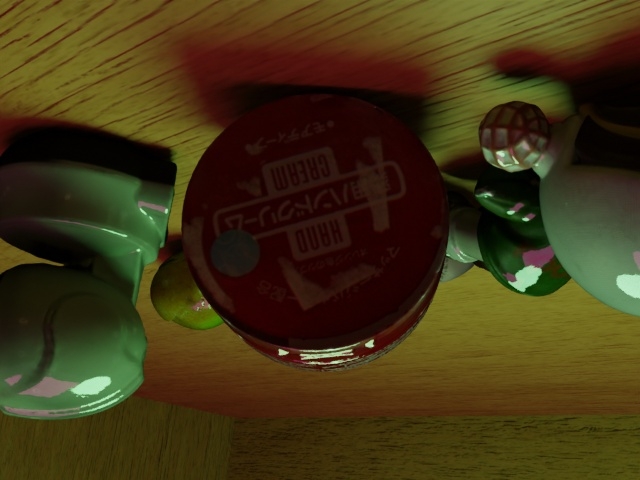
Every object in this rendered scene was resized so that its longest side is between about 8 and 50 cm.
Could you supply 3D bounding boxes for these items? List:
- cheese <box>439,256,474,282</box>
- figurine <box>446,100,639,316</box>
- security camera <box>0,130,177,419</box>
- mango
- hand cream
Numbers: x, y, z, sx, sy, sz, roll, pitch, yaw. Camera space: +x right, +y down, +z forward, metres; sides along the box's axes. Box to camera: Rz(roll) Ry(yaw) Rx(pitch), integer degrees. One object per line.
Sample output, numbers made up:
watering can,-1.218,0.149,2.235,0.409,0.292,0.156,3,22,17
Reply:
cheese,0.057,-0.006,1.015,0.285,0.074,0.189,9,162,7
figurine,0.228,-0.020,0.770,0.281,0.167,0.370,20,167,-25
security camera,-0.261,0.047,0.961,0.191,0.277,0.197,9,163,-11
mango,-0.175,0.069,1.288,0.125,0.111,0.233,26,170,-18
hand cream,0.000,0.000,0.806,0.230,0.230,0.149,5,163,7
